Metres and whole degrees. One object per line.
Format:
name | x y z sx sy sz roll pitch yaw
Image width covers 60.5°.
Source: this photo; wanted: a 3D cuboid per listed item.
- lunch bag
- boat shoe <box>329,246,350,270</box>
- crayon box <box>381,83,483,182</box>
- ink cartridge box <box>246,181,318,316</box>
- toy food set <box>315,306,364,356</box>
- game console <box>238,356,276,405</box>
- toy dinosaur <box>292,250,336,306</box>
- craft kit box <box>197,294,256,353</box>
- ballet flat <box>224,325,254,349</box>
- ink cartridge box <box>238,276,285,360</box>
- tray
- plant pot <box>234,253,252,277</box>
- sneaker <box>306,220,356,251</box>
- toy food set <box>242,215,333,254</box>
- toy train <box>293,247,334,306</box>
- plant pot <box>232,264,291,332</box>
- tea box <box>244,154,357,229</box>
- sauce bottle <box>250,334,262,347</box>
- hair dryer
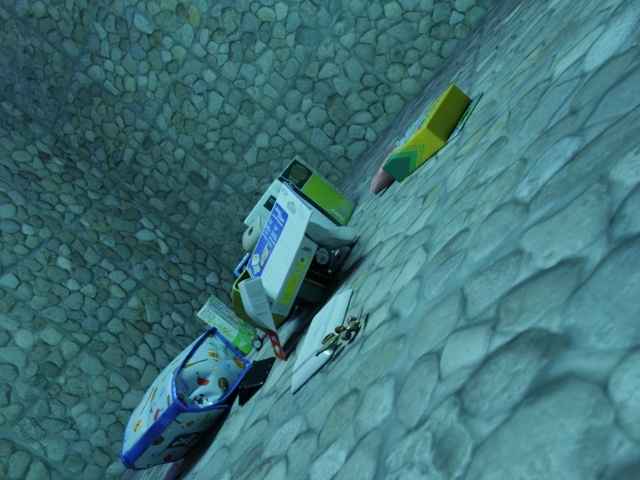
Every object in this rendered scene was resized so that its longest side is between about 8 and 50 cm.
lunch bag | -0.431 0.512 1.729 0.328 0.239 0.385 -48 0 20
boat shoe | 0.058 0.055 1.705 0.035 0.035 0.100 -11 -37 -56
crayon box | 0.330 -0.329 1.657 0.203 0.083 0.323 -55 7 -28
ink cartridge box | -0.103 0.015 1.595 0.307 0.072 0.303 -64 26 11
toy food set | 0.043 0.182 1.081 0.122 0.019 0.078 -41 9 28
game console | -0.178 0.397 1.551 0.122 0.071 0.107 -62 -19 -60
toy dinosaur | -0.034 0.119 1.860 0.268 0.064 0.118 -51 21 8
craft kit box | -0.371 0.334 2.215 0.061 0.250 0.246 -50 7 3
ballet flat | -0.369 0.433 2.515 0.247 0.083 0.087 -49 -18 22
ink cartridge box | -0.166 0.219 1.511 0.066 0.233 0.189 -12 -4 -14
tray | -0.001 0.211 1.228 0.145 0.030 0.270 -48 7 27
plant pot | -0.227 0.132 2.453 0.236 0.236 0.212 -53 -1 -11
sneaker | 0.000 0.000 1.724 0.094 0.212 0.080 113 161 -48
toy food set | -0.121 0.018 2.009 0.219 0.306 0.093 -40 31 60
toy train | -0.081 0.114 1.703 0.334 0.142 0.190 -23 45 59
plant pot | -0.196 0.204 1.973 0.212 0.212 0.187 -59 -3 -46
tea box | -0.072 -0.115 2.221 0.220 0.329 0.324 -48 6 37
sauce bottle | -0.230 0.366 1.979 0.042 0.042 0.128 -53 9 -9
hair dryer | 0.266 -0.267 1.947 0.293 0.080 0.224 -49 -12 -28
